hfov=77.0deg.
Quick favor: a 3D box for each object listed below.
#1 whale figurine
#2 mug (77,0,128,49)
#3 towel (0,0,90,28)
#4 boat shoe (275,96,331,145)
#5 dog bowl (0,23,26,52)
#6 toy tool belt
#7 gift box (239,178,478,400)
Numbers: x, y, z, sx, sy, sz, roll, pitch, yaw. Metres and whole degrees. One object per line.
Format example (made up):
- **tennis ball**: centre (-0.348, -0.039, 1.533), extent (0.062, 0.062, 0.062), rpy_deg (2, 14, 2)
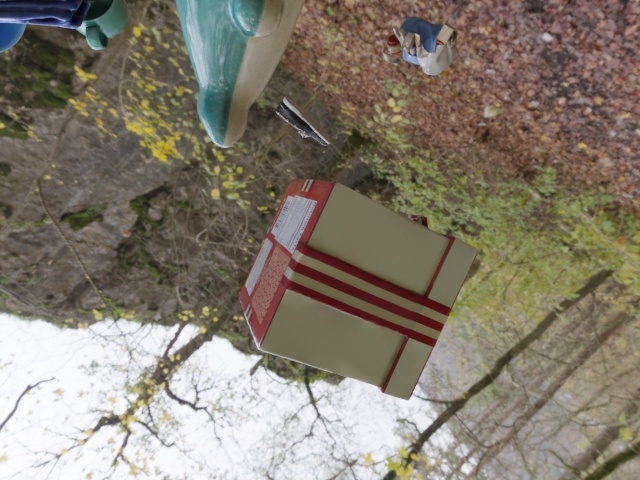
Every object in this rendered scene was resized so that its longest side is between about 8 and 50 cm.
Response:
- **whale figurine**: centre (-0.105, -0.246, 0.437), extent (0.141, 0.271, 0.216), rpy_deg (11, -158, -25)
- **mug**: centre (-0.498, -0.500, 0.878), extent (0.130, 0.157, 0.097), rpy_deg (25, 175, -4)
- **towel**: centre (-0.351, -0.296, 0.443), extent (0.335, 0.244, 0.040), rpy_deg (-104, 9, -45)
- **boat shoe**: centre (-0.033, -0.227, 0.795), extent (0.125, 0.038, 0.046), rpy_deg (37, -152, -23)
- **dog bowl**: centre (-0.613, -0.453, 0.692), extent (0.074, 0.165, 0.297), rpy_deg (32, 152, -4)
- **toy tool belt**: centre (0.104, -0.215, 0.427), extent (0.083, 0.052, 0.051), rpy_deg (30, 171, 27)
- **gift box**: centre (0.049, 0.048, 0.615), extent (0.258, 0.255, 0.276), rpy_deg (24, -174, -18)
